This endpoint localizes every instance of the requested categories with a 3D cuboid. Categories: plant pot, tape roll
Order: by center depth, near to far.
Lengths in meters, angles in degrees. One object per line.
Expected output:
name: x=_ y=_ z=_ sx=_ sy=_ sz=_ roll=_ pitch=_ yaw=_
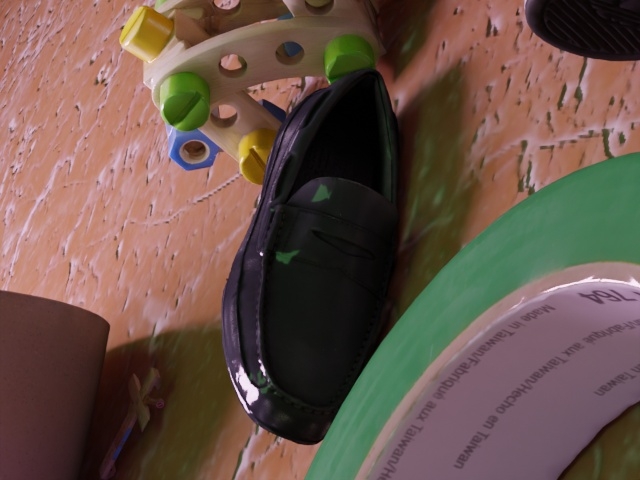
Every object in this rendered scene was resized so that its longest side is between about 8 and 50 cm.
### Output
tape roll: x=0.083 y=0.130 z=0.539 sx=0.321 sy=0.077 sz=0.321 roll=-46 pitch=30 yaw=36
plant pot: x=-0.267 y=0.181 z=1.054 sx=0.256 sy=0.256 sz=0.274 roll=-22 pitch=63 yaw=57

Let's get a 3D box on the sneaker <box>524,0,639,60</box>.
sneaker: x=0.183 y=-0.204 z=0.626 sx=0.295 sy=0.124 sz=0.178 roll=-32 pitch=49 yaw=53

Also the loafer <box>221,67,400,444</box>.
loafer: x=0.000 y=0.000 z=0.843 sx=0.078 sy=0.076 sz=0.223 roll=-52 pitch=21 yaw=43

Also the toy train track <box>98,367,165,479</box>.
toy train track: x=-0.116 y=0.116 z=1.052 sx=0.083 sy=0.014 sz=0.048 roll=-61 pitch=30 yaw=22

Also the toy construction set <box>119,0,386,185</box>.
toy construction set: x=-0.073 y=-0.176 z=0.928 sx=0.215 sy=0.327 sz=0.151 roll=-26 pitch=50 yaw=16
